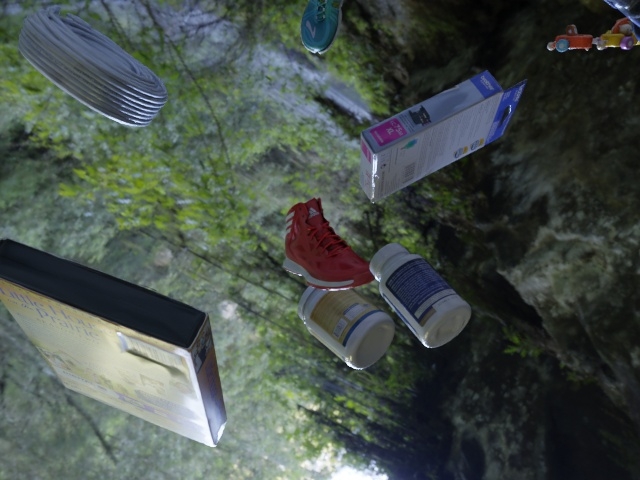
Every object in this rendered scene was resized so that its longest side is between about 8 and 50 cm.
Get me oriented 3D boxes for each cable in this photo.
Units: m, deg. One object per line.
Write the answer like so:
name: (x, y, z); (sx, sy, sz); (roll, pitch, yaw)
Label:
cable: (-0.390, -0.296, 1.090); (0.089, 0.257, 0.257); (-53, -164, 12)

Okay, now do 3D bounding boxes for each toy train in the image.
toy train: (0.450, -0.335, 1.018); (0.125, 0.046, 0.166); (14, -153, 39)

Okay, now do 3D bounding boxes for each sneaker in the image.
sneaker: (0.000, 0.000, 1.024); (0.221, 0.087, 0.128); (12, -66, 51)
sneaker: (0.010, -0.623, 1.628); (0.110, 0.107, 0.275); (1, 103, -85)

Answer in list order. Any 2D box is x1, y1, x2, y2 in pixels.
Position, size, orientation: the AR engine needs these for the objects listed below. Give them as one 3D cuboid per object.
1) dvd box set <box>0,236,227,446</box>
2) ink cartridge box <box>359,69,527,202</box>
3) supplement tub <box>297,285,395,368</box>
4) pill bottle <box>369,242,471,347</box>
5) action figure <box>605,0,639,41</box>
dvd box set: (-0.302, 0.177, 0.967); (0.420, 0.308, 0.062); (96, 15, -56)
ink cartridge box: (0.218, -0.197, 1.170); (0.311, 0.065, 0.186); (-25, 157, -8)
supplement tub: (0.056, 0.186, 1.459); (0.200, 0.144, 0.144); (35, -86, 38)
pill bottle: (0.109, 0.058, 0.721); (0.067, 0.067, 0.120); (-52, -129, 16)
action figure: (0.315, -0.286, 0.548); (0.178, 0.341, 0.330); (-39, -125, 41)
